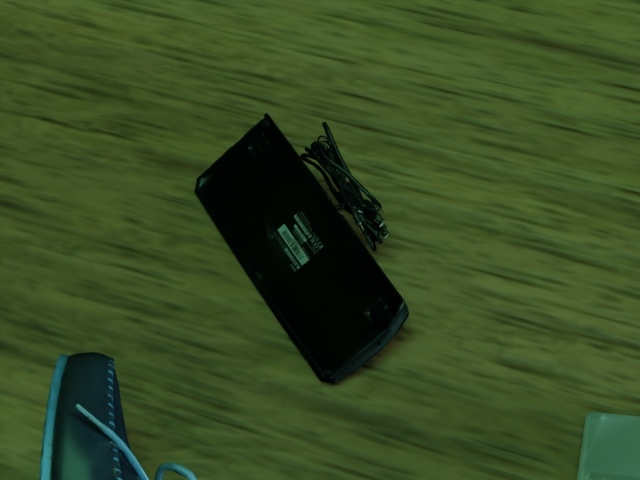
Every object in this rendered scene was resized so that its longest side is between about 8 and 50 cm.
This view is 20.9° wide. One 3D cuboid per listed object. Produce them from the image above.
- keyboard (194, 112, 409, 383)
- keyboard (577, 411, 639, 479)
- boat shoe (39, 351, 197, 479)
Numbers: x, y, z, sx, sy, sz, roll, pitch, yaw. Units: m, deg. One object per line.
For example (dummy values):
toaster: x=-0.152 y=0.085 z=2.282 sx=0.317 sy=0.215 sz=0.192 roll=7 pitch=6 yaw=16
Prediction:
keyboard: x=0.000 y=0.000 z=1.116 sx=0.100 sy=0.038 sz=0.192 roll=-41 pitch=56 yaw=9
keyboard: x=0.273 y=0.135 z=0.971 sx=0.256 sy=0.014 sz=0.072 roll=5 pitch=38 yaw=12
boat shoe: x=-0.107 y=0.187 z=0.967 sx=0.089 sy=0.109 sz=0.258 roll=-5 pitch=71 yaw=-2
